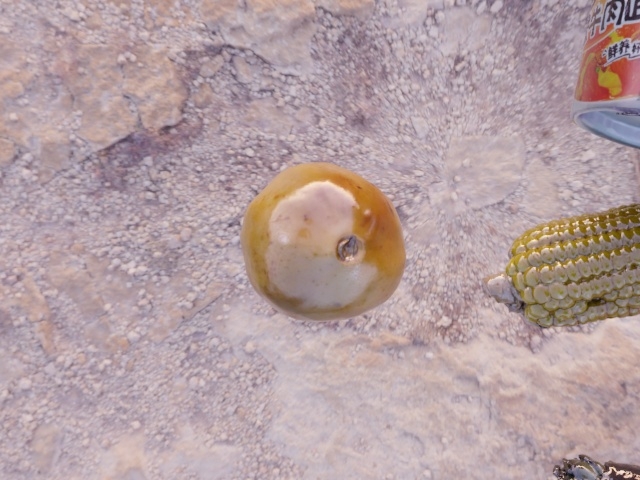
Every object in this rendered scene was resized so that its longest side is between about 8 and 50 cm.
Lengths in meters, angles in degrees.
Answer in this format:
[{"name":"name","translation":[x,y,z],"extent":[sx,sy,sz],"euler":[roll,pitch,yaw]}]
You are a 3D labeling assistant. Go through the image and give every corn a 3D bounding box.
[{"name":"corn","translation":[0.328,0.017,0.676],"extent":[0.322,0.119,0.119],"euler":[-12,92,10]}]

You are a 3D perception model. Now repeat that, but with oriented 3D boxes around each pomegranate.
[{"name":"pomegranate","translation":[0.001,0.002,0.907],"extent":[0.233,0.233,0.233],"euler":[1,95,11]}]

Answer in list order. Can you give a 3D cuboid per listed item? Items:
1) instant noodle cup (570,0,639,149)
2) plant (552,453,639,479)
[{"name":"instant noodle cup","translation":[0.352,-0.180,0.583],"extent":[0.264,0.264,0.200],"euler":[16,96,10]},{"name":"plant","translation":[0.363,0.319,0.829],"extent":[0.143,0.094,0.092],"euler":[-3,58,22]}]
